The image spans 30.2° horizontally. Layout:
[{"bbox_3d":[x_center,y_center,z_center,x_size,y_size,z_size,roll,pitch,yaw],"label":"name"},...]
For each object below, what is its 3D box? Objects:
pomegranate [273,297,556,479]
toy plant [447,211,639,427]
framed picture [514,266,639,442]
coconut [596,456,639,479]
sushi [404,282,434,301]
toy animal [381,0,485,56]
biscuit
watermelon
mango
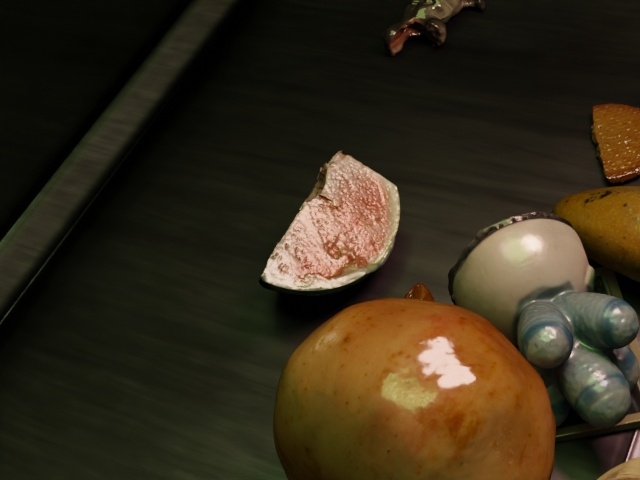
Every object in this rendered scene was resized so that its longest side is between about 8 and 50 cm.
[{"bbox_3d":[0.114,0.272,1.663,0.412,0.411,0.411,-9,46,9],"label":"pomegranate"},{"bbox_3d":[0.361,0.145,1.798,0.247,0.247,0.332,-23,47,-5],"label":"toy plant"},{"bbox_3d":[0.394,0.183,1.917,0.241,0.020,0.324,-11,45,8],"label":"framed picture"},{"bbox_3d":[0.440,0.390,1.565,0.224,0.224,0.224,-9,46,9],"label":"coconut"},{"bbox_3d":[0.168,0.114,2.037,0.050,0.047,0.099,0,45,43],"label":"sushi"},{"bbox_3d":[0.265,-0.533,2.585,0.168,0.106,0.343,13,56,27],"label":"toy animal"},{"bbox_3d":[0.571,-0.184,2.206,0.126,0.025,0.206,-8,47,11],"label":"biscuit"},{"bbox_3d":[0.000,0.000,2.105,0.224,0.180,0.305,2,48,39],"label":"watermelon"},{"bbox_3d":[0.523,-0.019,1.959,0.330,0.176,0.175,24,67,35],"label":"mango"}]
